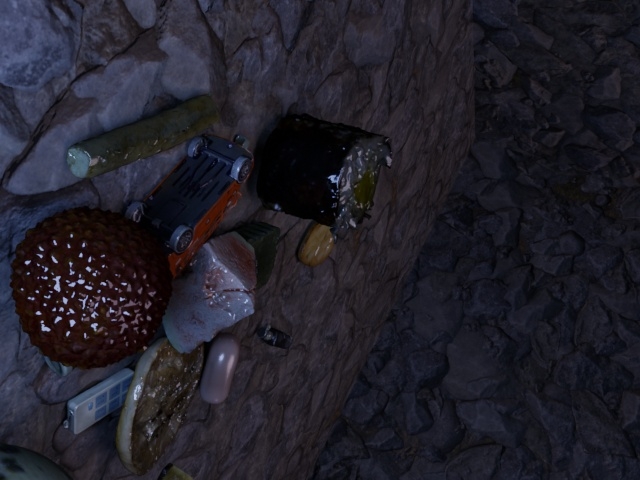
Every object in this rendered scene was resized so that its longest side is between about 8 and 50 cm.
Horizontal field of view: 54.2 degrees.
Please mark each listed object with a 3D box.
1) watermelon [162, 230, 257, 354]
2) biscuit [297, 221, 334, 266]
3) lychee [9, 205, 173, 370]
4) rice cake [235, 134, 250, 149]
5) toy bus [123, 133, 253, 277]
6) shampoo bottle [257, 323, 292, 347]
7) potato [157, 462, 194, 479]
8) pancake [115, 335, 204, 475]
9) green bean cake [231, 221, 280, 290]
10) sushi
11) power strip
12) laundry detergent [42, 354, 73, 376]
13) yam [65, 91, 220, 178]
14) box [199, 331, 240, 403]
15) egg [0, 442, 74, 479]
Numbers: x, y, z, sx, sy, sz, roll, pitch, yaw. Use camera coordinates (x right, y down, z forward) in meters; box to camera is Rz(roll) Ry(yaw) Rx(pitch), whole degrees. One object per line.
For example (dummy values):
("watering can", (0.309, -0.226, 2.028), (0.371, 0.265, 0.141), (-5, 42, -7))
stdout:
("watermelon", (-0.248, 0.115, 1.484), (0.310, 0.193, 0.232), (-38, -179, -22))
("biscuit", (-0.005, -0.003, 2.166), (0.260, 0.041, 0.203), (-37, 145, -50))
("lychee", (-0.398, 0.086, 1.104), (0.275, 0.276, 0.304), (-51, 126, -36))
("rice cake", (-0.220, -0.173, 1.553), (0.180, 0.030, 0.042), (-68, 161, 2))
("toy bus", (-0.281, -0.081, 1.372), (0.329, 0.143, 0.153), (-56, 164, -29))
("shampoo bottle", (-0.154, 0.320, 2.086), (0.063, 0.057, 0.208), (-65, 157, -8))
("potato", (-0.410, 0.709, 1.803), (0.066, 0.103, 0.096), (-48, 148, -46))
("pancake", (-0.393, 0.386, 1.561), (0.387, 0.082, 0.386), (18, 90, -79))
("green bean cake", (-0.194, 0.051, 1.721), (0.185, 0.094, 0.183), (-30, 135, -56))
("sushi", (0.002, -0.185, 1.696), (0.299, 0.294, 0.281), (-41, 144, -46))
("power strip", (-0.492, 0.358, 1.408), (0.192, 0.035, 0.081), (-29, 137, -56))
("laundry detergent", (-0.460, 0.171, 1.276), (0.225, 0.070, 0.099), (-47, 140, -43))
("yam", (-0.330, -0.209, 1.231), (0.371, 0.083, 0.083), (-41, 144, -47))
("box", (-0.283, 0.359, 1.760), (0.146, 0.088, 0.200), (-116, -140, -78))
("egg", (-0.561, 0.498, 0.992), (0.428, 0.345, 0.345), (39, 73, -81))
